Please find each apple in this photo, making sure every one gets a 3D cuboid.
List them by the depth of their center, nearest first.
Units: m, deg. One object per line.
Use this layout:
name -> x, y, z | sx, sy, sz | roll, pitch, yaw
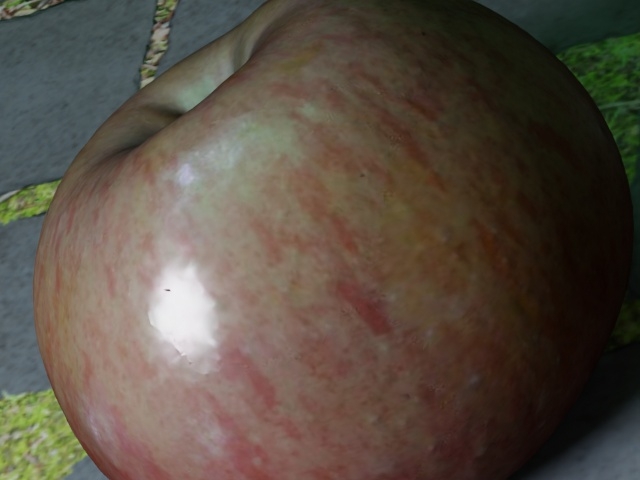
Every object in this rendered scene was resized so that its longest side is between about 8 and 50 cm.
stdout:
apple -> 0.000, 0.000, 1.053 | 0.345, 0.269, 0.345 | -18, 38, 15
